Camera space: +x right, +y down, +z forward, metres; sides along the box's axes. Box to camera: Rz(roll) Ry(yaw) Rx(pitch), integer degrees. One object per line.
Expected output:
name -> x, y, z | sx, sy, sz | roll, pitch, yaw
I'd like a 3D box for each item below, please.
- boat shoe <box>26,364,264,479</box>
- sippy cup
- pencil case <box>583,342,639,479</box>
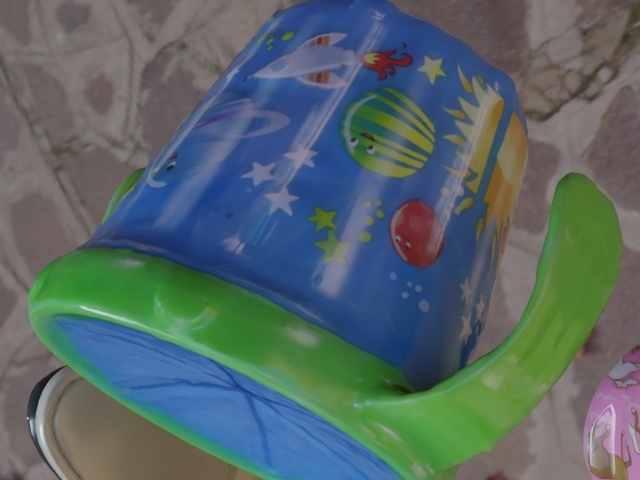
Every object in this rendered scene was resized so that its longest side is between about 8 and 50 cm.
boat shoe -> -0.139, 0.171, 1.004 | 0.113, 0.340, 0.127 | 9, 79, 35
sippy cup -> 0.000, 0.000, 0.651 | 0.306, 0.224, 0.240 | 22, 159, 14
pencil case -> 0.339, 0.182, 0.862 | 0.160, 0.167, 0.386 | 46, 176, -18
